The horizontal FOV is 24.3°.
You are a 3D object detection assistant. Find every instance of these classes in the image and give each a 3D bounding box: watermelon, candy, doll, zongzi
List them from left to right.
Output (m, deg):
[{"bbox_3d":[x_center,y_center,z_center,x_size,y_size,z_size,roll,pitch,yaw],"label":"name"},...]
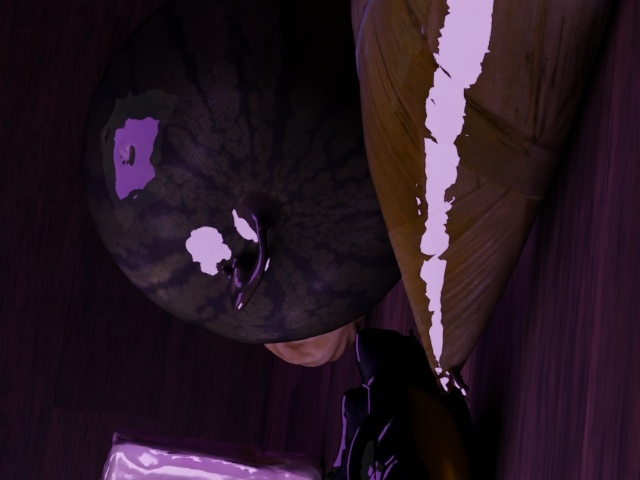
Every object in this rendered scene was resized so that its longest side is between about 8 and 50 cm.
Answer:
[{"bbox_3d":[-0.135,0.321,1.790,0.116,0.265,0.156,-125,43,-90],"label":"candy"},{"bbox_3d":[-0.044,-0.063,1.149,0.359,0.278,0.279,-93,12,-70],"label":"watermelon"},{"bbox_3d":[0.049,0.172,0.819,0.127,0.088,0.249,-26,63,61],"label":"doll"},{"bbox_3d":[0.075,-0.059,0.679,0.228,0.115,0.256,139,133,-77],"label":"zongzi"}]

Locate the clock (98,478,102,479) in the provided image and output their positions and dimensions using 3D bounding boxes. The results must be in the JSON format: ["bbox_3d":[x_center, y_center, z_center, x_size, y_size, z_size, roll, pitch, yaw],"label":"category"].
[{"bbox_3d":[-0.181,0.418,1.886,0.325,0.325,0.067,-89,17,-60],"label":"clock"}]

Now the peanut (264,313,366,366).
[{"bbox_3d":[-0.006,-0.035,1.513,0.153,0.140,0.325,-7,73,58],"label":"peanut"}]
